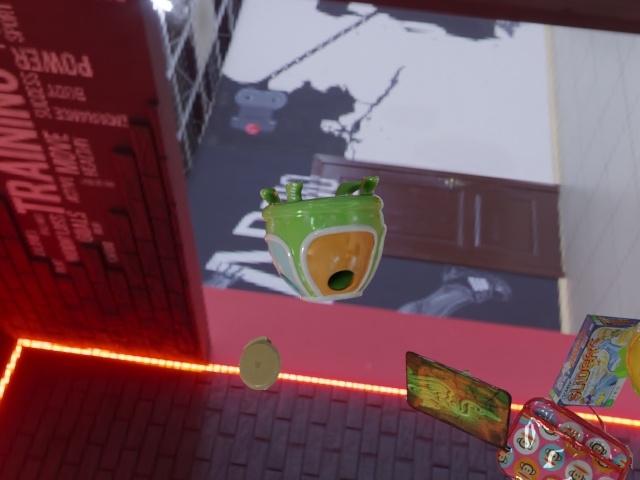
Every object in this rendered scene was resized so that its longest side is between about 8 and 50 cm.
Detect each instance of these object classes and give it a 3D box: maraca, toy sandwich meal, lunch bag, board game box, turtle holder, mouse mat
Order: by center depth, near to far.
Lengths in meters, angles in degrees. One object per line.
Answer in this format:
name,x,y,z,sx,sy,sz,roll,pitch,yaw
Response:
maraca,0.411,0.133,0.933,0.127,0.099,0.186,-50,6,-1
toy sandwich meal,-0.094,0.197,1.255,0.029,0.085,0.085,27,-112,-62
mouse mat,0.225,0.265,1.306,0.007,0.189,0.152,-45,-37,-36
turtle holder,-0.011,0.001,1.558,0.320,0.243,0.227,-5,91,49
board game box,0.555,0.243,1.569,0.035,0.136,0.201,-114,34,-58
lunch bag,0.617,0.530,1.972,0.258,0.293,0.120,-60,-25,0

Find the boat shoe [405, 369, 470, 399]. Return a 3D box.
boat shoe,0.244,0.304,1.592,0.056,0.152,0.049,120,130,-65
